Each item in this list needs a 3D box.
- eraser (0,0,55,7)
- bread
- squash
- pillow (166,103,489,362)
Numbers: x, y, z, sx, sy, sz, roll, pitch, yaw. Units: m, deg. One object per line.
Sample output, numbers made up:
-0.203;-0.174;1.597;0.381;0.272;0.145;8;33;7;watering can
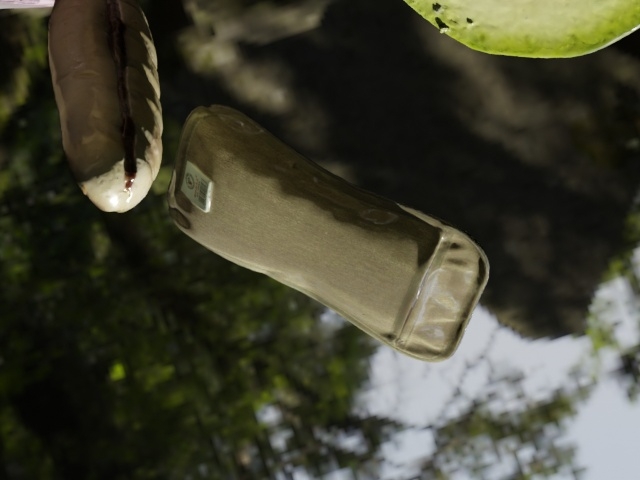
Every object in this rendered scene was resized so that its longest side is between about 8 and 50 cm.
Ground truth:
-0.243;-0.317;1.023;0.122;0.359;0.272;1;-173;13;eraser
-0.123;-0.096;1.030;0.053;0.214;0.073;-31;128;15;bread
0.162;-0.145;0.894;0.184;0.085;0.192;-7;161;-44;squash
0.000;0.000;1.130;0.033;0.217;0.130;-56;168;-42;pillow
